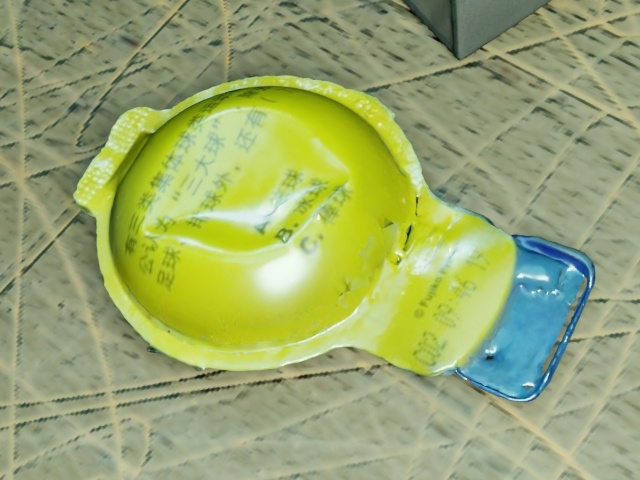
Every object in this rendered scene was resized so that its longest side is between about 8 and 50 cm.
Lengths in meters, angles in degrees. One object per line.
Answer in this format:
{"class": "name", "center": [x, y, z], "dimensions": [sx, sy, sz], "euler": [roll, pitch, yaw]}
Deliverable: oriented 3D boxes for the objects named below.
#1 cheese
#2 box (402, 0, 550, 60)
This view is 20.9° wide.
{"class": "cheese", "center": [0.000, 0.000, 0.871], "dimensions": [0.270, 0.069, 0.177], "euler": [21, 67, 20]}
{"class": "box", "center": [0.060, -0.256, 0.949], "dimensions": [0.153, 0.188, 0.252], "euler": [-33, 60, -11]}
